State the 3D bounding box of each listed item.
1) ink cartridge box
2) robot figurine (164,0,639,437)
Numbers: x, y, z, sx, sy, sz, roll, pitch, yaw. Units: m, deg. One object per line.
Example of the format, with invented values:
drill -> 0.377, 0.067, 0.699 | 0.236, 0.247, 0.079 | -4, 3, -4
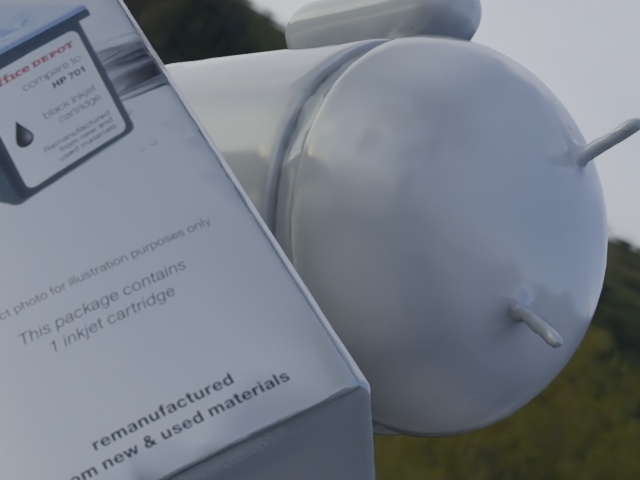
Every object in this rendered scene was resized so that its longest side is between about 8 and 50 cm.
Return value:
ink cartridge box -> -0.064, 0.012, 0.473 | 0.190, 0.082, 0.139 | 55, -16, 30
robot figurine -> 0.000, 0.000, 1.016 | 0.353, 0.300, 0.200 | -2, -22, 43
